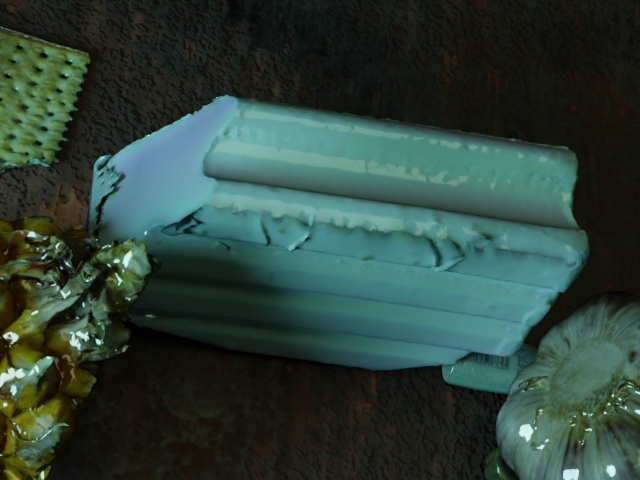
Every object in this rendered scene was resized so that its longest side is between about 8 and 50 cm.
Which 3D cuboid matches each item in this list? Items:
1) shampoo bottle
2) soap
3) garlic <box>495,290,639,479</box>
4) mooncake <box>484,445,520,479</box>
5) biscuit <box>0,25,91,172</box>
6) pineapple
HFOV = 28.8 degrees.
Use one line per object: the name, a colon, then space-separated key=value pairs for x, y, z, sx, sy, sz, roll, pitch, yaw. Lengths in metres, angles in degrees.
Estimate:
shampoo bottle: x=0.224 y=0.138 z=1.319 sx=0.190 sy=0.041 sz=0.069 roll=14 pitch=54 yaw=-9
soap: x=0.000 y=0.000 z=1.201 sx=0.446 sy=0.261 sz=0.156 roll=7 pitch=58 yaw=-12
garlic: x=0.290 y=0.173 z=1.201 sx=0.160 sy=0.244 sz=0.245 roll=49 pitch=49 yaw=-30
mooncake: x=0.057 y=0.251 z=1.189 sx=0.346 sy=0.057 sz=0.150 roll=4 pitch=46 yaw=-11
biscuit: x=-0.333 y=-0.145 z=1.334 sx=0.144 sy=0.016 sz=0.203 roll=15 pitch=56 yaw=-8
pineapple: x=-0.292 y=0.049 z=1.006 sx=0.209 sy=0.286 sz=0.344 roll=29 pitch=34 yaw=-34
